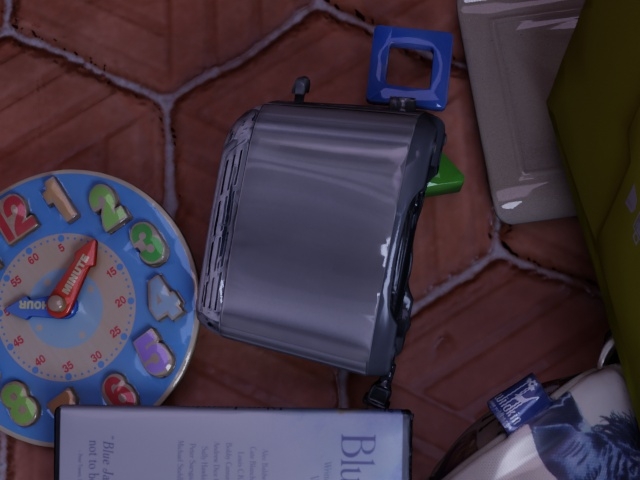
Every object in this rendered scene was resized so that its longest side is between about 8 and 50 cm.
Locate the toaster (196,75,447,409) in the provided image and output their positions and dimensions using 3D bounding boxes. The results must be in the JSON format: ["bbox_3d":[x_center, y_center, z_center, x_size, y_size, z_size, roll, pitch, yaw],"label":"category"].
[{"bbox_3d":[0.000,0.000,1.064,0.146,0.129,0.227,12,100,9],"label":"toaster"}]

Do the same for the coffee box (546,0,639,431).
[{"bbox_3d":[0.364,-0.063,0.893,0.334,0.337,0.338,-2,56,-10],"label":"coffee box"}]

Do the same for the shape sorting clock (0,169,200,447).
[{"bbox_3d":[-0.188,0.049,1.090,0.206,0.040,0.206,-2,80,14],"label":"shape sorting clock"}]

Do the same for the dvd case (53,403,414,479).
[{"bbox_3d":[-0.062,0.207,1.040,0.253,0.022,0.180,1,89,1],"label":"dvd case"}]

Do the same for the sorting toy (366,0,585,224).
[{"bbox_3d":[0.209,-0.115,1.153,0.348,0.047,0.196,-8,76,-2],"label":"sorting toy"}]

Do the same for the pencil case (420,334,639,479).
[{"bbox_3d":[0.247,0.265,0.965,0.183,0.160,0.410,-46,73,24],"label":"pencil case"}]

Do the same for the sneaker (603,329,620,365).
[{"bbox_3d":[0.334,0.058,1.076,0.272,0.100,0.108,-7,63,-8],"label":"sneaker"}]
